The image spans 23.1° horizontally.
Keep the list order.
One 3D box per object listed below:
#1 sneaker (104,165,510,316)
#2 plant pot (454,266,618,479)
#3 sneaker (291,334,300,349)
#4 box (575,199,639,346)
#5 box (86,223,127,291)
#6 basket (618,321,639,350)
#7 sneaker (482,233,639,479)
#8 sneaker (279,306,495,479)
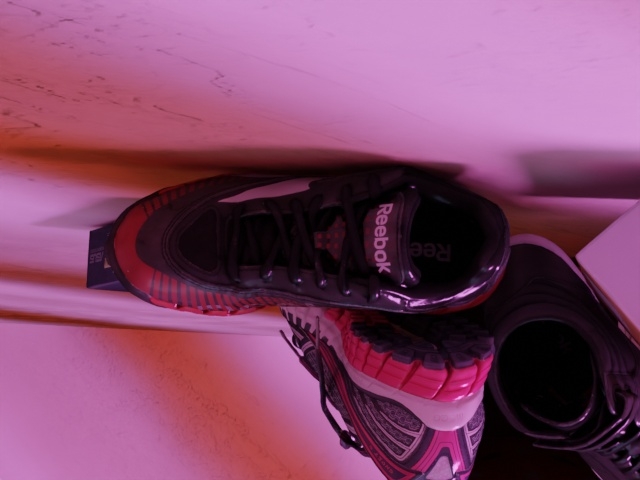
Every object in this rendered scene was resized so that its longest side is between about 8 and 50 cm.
[{"bbox_3d":[0.000,-0.001,1.019,0.276,0.098,0.135,1,174,-10],"label":"sneaker"},{"bbox_3d":[0.230,0.146,1.628,0.267,0.267,0.236,3,-174,-1],"label":"plant pot"},{"bbox_3d":[0.044,0.088,1.801,0.151,0.094,0.256,7,171,-13],"label":"sneaker"},{"bbox_3d":[0.245,0.039,1.024,0.091,0.130,0.170,-41,166,5],"label":"box"},{"bbox_3d":[-0.080,0.015,1.348,0.183,0.059,0.232,7,172,-26],"label":"box"},{"bbox_3d":[0.408,0.164,1.313,0.328,0.331,0.266,1,172,16],"label":"basket"},{"bbox_3d":[0.210,0.137,1.117,0.104,0.296,0.147,-38,-172,21],"label":"sneaker"},{"bbox_3d":[0.035,0.094,1.140,0.120,0.112,0.299,0,-168,-12],"label":"sneaker"}]
